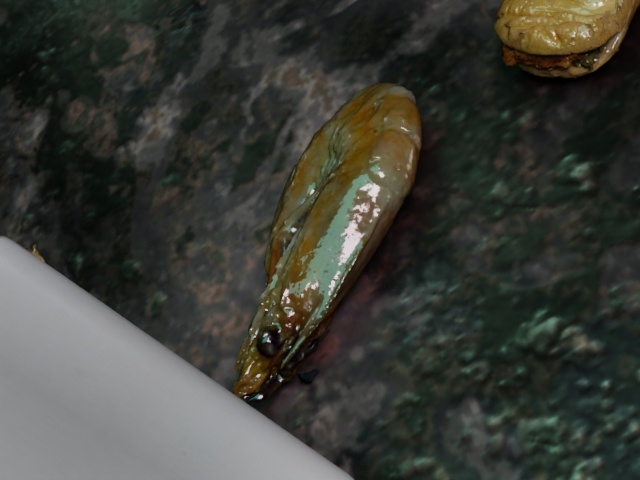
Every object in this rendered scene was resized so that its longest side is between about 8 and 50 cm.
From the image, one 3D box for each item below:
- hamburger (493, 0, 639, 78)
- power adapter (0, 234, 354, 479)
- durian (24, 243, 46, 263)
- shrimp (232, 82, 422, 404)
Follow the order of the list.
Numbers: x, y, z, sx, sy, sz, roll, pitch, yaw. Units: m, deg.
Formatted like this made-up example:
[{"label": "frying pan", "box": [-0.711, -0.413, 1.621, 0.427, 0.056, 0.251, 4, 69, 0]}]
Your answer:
[{"label": "hamburger", "box": [0.127, -0.120, 0.758, 0.076, 0.044, 0.083, 16, 71, 38]}, {"label": "power adapter", "box": [-0.087, 0.141, 0.600, 0.187, 0.255, 0.124, -54, -2, -43]}, {"label": "durian", "box": [-0.205, 0.053, 0.851, 0.066, 0.052, 0.130, 7, 63, 34]}, {"label": "shrimp", "box": [0.000, 0.000, 0.764, 0.101, 0.042, 0.190, -8, 53, 54]}]
